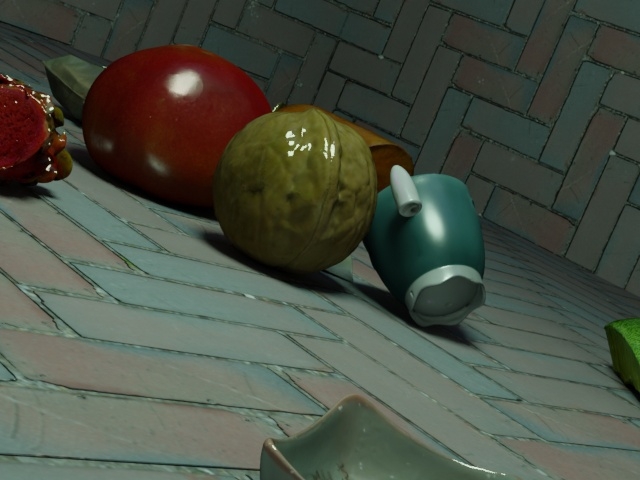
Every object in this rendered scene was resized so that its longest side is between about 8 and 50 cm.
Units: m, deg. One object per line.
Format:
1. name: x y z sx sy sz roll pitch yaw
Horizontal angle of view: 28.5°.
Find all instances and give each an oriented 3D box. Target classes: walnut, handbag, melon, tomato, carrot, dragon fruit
1. walnut: -0.032 -0.068 1.686 0.228 0.228 0.228 22 8 -3
2. handbag: -0.391 -0.265 2.334 0.182 0.117 0.270 43 17 27
3. melon: 0.529 0.194 1.870 0.196 0.124 0.323 16 6 4
4. tomato: -0.208 -0.176 1.891 0.299 0.226 0.298 25 11 -5
5. carrot: -0.023 -0.139 2.268 0.331 0.214 0.193 33 -17 33
6. dragon fruit: -0.364 -0.121 1.488 0.150 0.133 0.208 23 -4 31

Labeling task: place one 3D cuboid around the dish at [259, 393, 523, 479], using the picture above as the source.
1. dish: 0.043 0.179 0.825 0.151 0.077 0.212 27 9 14

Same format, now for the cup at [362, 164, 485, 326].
1. cup: 0.154 0.022 1.745 0.299 0.167 0.173 62 8 -50

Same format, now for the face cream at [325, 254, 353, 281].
1. face cream: 0.000 0.000 1.927 0.114 0.070 0.224 22 17 -6
